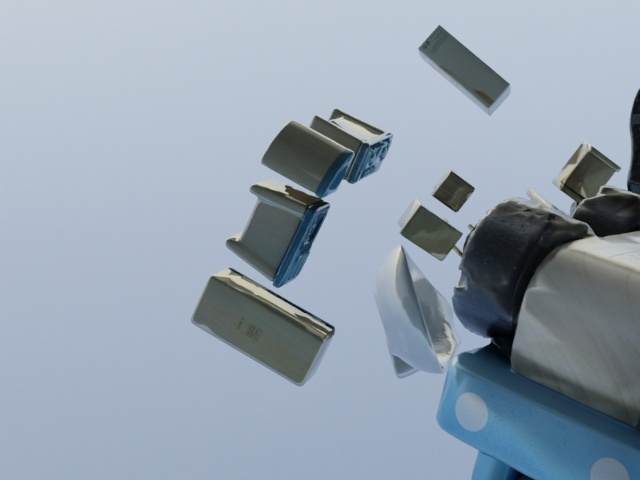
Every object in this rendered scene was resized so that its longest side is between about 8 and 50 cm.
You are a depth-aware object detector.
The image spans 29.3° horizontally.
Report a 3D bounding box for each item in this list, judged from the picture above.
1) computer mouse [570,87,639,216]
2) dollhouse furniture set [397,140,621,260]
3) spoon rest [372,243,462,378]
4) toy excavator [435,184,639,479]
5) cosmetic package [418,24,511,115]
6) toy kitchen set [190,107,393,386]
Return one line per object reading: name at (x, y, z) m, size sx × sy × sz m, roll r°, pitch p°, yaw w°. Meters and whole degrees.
computer mouse at (0.412, -0.084, 1.576) m, size 0.060 × 0.184 × 0.262 m, roll 31°, pitch -123°, yaw -44°
dollhouse furniture set at (0.197, -0.035, 1.227) m, size 0.161 × 0.182 × 0.101 m, roll 32°, pitch -168°, yaw -18°
spoon rest at (0.107, 0.087, 1.303) m, size 0.084 × 0.276 × 0.137 m, roll -17°, pitch -106°, yaw 0°
toy excavator at (0.172, 0.210, 0.859) m, size 0.222 × 0.445 × 0.433 m, roll 22°, pitch -162°, yaw 38°
cosmetic package at (0.175, -0.206, 1.486) m, size 0.115 × 0.060 × 0.041 m, roll 42°, pitch -86°, yaw 11°
toy kitchen set at (0.000, 0.000, 1.143) m, size 0.122 × 0.207 × 0.166 m, roll 30°, pitch -160°, yaw 12°
